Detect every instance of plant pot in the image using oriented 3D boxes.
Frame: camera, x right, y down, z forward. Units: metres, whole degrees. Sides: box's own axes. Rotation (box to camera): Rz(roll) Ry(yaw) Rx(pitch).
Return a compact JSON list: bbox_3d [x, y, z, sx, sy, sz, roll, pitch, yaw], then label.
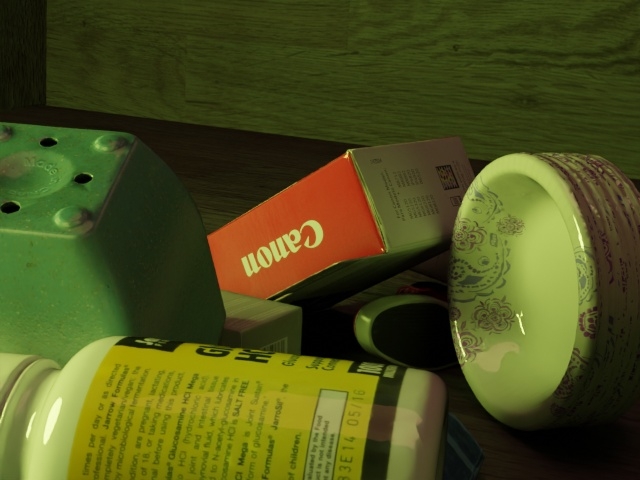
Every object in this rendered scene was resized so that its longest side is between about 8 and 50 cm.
[{"bbox_3d":[-0.233,0.038,0.990,0.248,0.252,0.247,5,39,7],"label":"plant pot"}]

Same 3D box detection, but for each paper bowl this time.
[{"bbox_3d":[0.257,0.051,1.169,0.148,0.284,0.284,0,14,-20],"label":"paper bowl"}]

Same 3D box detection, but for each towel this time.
[{"bbox_3d":[0.112,0.195,1.000,0.029,0.067,0.119,-39,0,25],"label":"towel"}]

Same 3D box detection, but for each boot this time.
[{"bbox_3d":[0.108,0.094,1.393,0.244,0.088,0.176,4,10,-36],"label":"boot"}]

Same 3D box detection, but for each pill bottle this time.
[{"bbox_3d":[-0.084,0.167,0.796,0.334,0.187,0.188,6,13,9],"label":"pill bottle"}]

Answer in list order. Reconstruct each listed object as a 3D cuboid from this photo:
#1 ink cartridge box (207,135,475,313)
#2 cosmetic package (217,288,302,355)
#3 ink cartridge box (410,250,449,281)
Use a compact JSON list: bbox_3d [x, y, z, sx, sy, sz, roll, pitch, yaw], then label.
[{"bbox_3d":[0.000,0.000,1.361,0.272,0.130,0.309,-11,-12,-46],"label":"ink cartridge box"},{"bbox_3d":[-0.151,0.107,1.232,0.238,0.107,0.127,8,14,31],"label":"cosmetic package"},{"bbox_3d":[0.219,0.007,1.537,0.226,0.131,0.306,18,0,-29],"label":"ink cartridge box"}]
